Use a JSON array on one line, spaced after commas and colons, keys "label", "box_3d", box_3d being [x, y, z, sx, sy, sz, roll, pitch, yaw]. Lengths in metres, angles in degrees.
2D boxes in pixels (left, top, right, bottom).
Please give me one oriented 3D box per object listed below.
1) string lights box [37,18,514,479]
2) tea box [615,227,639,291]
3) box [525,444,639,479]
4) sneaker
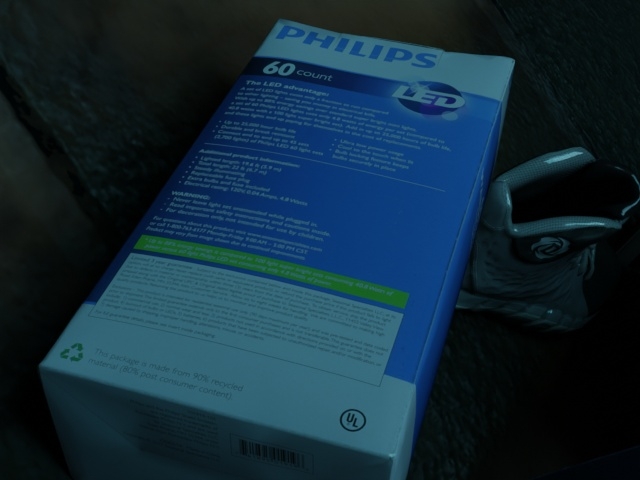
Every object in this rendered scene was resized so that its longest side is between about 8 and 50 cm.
[{"label": "string lights box", "box_3d": [0.000, 0.000, 0.432, 0.133, 0.076, 0.259, 13, 44, 13]}, {"label": "tea box", "box_3d": [0.404, 0.063, 0.593, 0.329, 0.220, 0.323, 43, 7, 2]}, {"label": "box", "box_3d": [0.223, 0.289, 0.437, 0.296, 0.183, 0.294, 37, 44, -25]}, {"label": "sneaker", "box_3d": [0.162, 0.000, 0.598, 0.229, 0.132, 0.086, 4, 63, -43]}]
